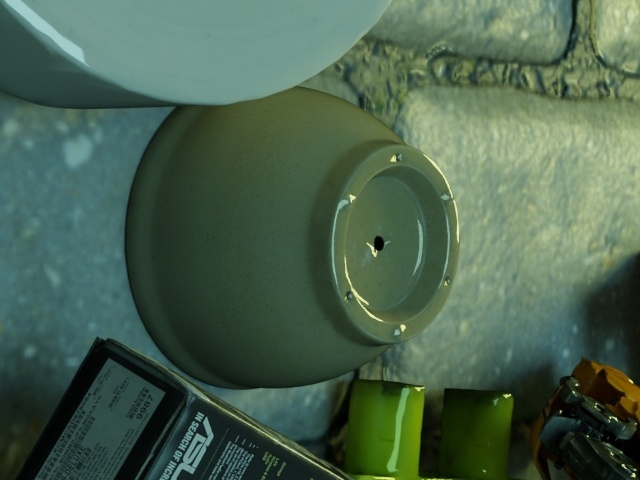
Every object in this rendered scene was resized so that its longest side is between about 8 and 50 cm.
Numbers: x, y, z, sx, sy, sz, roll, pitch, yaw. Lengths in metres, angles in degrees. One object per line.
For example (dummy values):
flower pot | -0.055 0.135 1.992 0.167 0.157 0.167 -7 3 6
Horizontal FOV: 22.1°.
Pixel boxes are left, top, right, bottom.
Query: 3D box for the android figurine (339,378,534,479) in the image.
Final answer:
android figurine | 0.050 0.216 0.922 0.248 0.056 0.272 8 86 -47

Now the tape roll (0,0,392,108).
tape roll | -0.079 -0.199 0.706 0.286 0.100 0.286 -2 93 -39

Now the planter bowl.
planter bowl | 0.000 0.000 0.816 0.162 0.109 0.162 -5 97 -47

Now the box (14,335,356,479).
box | -0.074 0.231 0.725 0.242 0.076 0.307 36 81 -41

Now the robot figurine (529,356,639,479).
robot figurine | 0.203 0.152 0.907 0.085 0.211 0.291 -59 180 10
